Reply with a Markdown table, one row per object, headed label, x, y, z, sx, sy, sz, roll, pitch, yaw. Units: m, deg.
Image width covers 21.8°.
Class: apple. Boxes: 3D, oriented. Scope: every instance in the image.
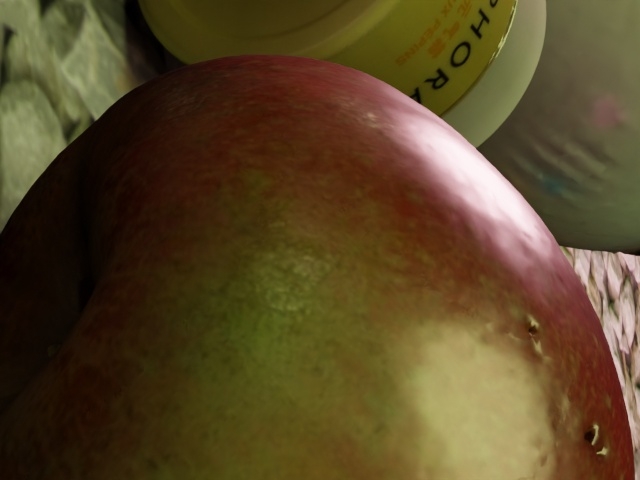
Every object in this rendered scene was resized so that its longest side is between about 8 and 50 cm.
| label | x | y | z | sx | sy | sz | roll | pitch | yaw |
| --- | --- | --- | --- | --- | --- | --- | --- | --- | --- |
| apple | -0.020 | 0.098 | 0.739 | 0.277 | 0.348 | 0.348 | 28 | 49 | -23 |

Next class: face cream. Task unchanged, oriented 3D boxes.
| label | x | y | z | sx | sy | sz | roll | pitch | yaw |
| --- | --- | --- | --- | --- | --- | --- | --- | --- | --- |
| face cream | 0.014 | -0.167 | 1.068 | 0.179 | 0.218 | 0.218 | 38 | 47 | -57 |

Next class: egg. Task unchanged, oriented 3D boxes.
| label | x | y | z | sx | sy | sz | roll | pitch | yaw |
| --- | --- | --- | --- | --- | --- | --- | --- | --- | --- |
| egg | 0.171 | -0.194 | 1.331 | 0.340 | 0.354 | 0.354 | 24 | 56 | -34 |
